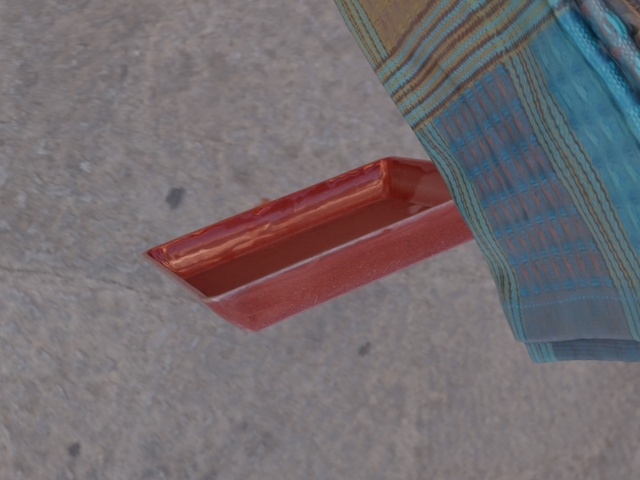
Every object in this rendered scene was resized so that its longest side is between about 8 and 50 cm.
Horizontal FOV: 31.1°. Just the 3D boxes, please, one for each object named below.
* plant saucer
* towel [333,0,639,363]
[{"bbox_3d":[0.000,0.000,0.952,0.258,0.259,0.048,-22,103,-15],"label":"plant saucer"},{"bbox_3d":[0.038,-0.111,0.459,0.040,0.271,0.370,-31,89,-7],"label":"towel"}]
